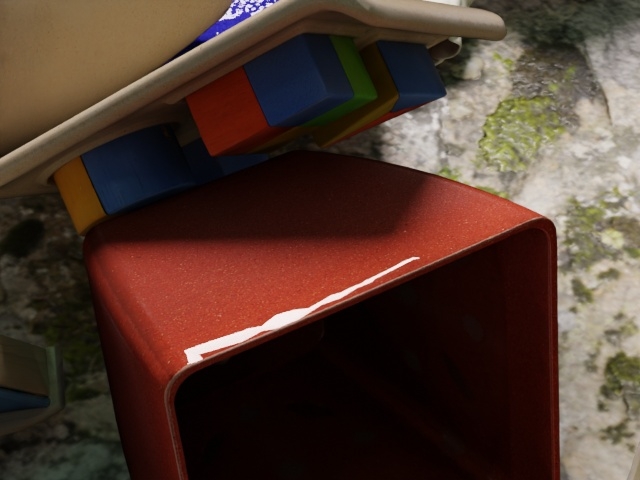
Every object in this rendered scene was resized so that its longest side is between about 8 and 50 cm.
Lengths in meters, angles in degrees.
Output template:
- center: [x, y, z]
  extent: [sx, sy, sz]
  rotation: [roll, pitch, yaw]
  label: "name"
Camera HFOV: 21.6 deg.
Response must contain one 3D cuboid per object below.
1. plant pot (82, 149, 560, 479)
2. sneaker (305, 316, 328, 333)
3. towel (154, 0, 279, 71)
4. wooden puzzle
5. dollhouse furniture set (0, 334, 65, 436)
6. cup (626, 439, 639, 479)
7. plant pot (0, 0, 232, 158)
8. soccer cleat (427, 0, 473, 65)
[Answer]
- center: [-0.018, 0.086, 1.114]
  extent: [0.267, 0.267, 0.236]
  rotation: [-22, 37, -22]
  label: "plant pot"
- center: [-0.006, 0.044, 1.281]
  extent: [0.119, 0.057, 0.047]
  rotation: [-19, 47, -22]
  label: "sneaker"
- center: [-0.103, -0.182, 1.457]
  extent: [0.308, 0.076, 0.228]
  rotation: [-6, 45, 5]
  label: "towel"
- center: [-0.057, -0.082, 1.206]
  extent: [0.347, 0.081, 0.322]
  rotation: [-21, -3, 22]
  label: "wooden puzzle"
- center: [-0.306, 0.221, 1.088]
  extent: [0.286, 0.198, 0.303]
  rotation: [-11, 75, 17]
  label: "dollhouse furniture set"
- center: [0.325, 0.137, 1.023]
  extent: [0.236, 0.331, 0.331]
  rotation: [19, 47, 9]
  label: "cup"
- center: [-0.207, -0.201, 1.299]
  extent: [0.274, 0.257, 0.256]
  rotation: [-19, 48, -35]
  label: "plant pot"
- center: [0.110, -0.205, 1.534]
  extent: [0.076, 0.068, 0.196]
  rotation: [33, 59, 21]
  label: "soccer cleat"
